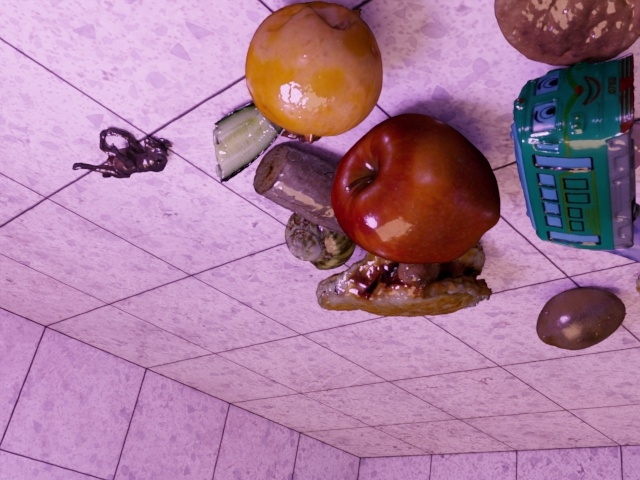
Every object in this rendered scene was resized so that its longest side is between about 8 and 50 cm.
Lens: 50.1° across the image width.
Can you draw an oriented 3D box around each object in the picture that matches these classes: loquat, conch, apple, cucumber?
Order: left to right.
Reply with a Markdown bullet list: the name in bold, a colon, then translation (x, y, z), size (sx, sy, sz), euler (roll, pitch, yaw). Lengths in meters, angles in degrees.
- **cucumber**: translation (-0.154, -0.214, 1.430), size (0.193, 0.115, 0.086), euler (-29, 176, 42)
- **loquat**: translation (-0.012, -0.270, 1.132), size (0.244, 0.243, 0.244), euler (8, 151, 4)
- **conch**: translation (0.001, 0.001, 1.680), size (0.182, 0.187, 0.124), euler (-19, -162, -15)
- **apple**: translation (0.184, -0.097, 1.336), size (0.317, 0.288, 0.288), euler (14, 152, -28)

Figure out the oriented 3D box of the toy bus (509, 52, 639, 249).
- **toy bus**: translation (0.445, -0.140, 1.185), size (0.200, 0.183, 0.343), euler (0, 144, 25)

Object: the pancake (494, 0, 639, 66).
- **pancake**: translation (0.390, -0.350, 1.046), size (0.242, 0.050, 0.242), euler (7, 151, 4)

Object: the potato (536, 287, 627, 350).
- **potato**: translation (0.693, 0.209, 1.835), size (0.235, 0.160, 0.178), euler (-19, 166, 20)

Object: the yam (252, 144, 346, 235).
- **yam**: translation (-0.008, -0.111, 1.499), size (0.255, 0.153, 0.154), euler (26, 147, -18)

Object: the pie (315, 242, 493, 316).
- **pie**: translation (0.212, 0.107, 1.771), size (0.395, 0.180, 0.418), euler (11, 158, -37)

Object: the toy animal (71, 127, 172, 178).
- **toy animal**: translation (-0.452, -0.183, 1.574), size (0.233, 0.084, 0.148), euler (-17, 142, 34)

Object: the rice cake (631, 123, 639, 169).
- **rice cake**: translation (0.569, -0.114, 1.400), size (0.073, 0.056, 0.365), euler (12, 150, 0)

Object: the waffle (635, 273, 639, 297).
- **waffle**: translation (0.889, 0.109, 1.688), size (0.204, 0.054, 0.223), euler (-1, 150, 20)

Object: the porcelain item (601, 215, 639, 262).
- **porcelain item**: translation (0.722, -0.001, 1.481), size (0.259, 0.141, 0.141), euler (12, 152, 16)
